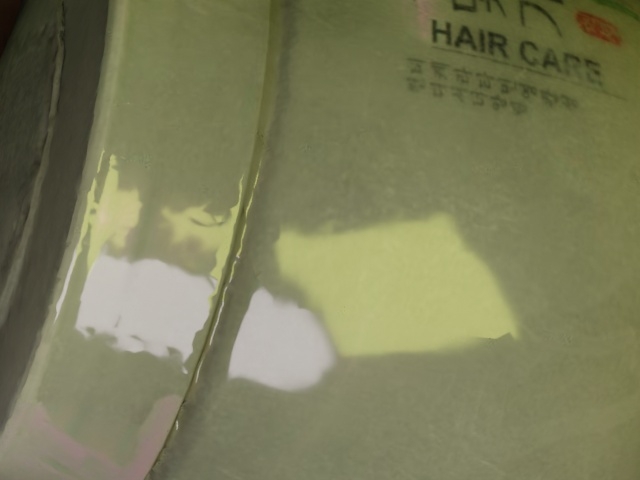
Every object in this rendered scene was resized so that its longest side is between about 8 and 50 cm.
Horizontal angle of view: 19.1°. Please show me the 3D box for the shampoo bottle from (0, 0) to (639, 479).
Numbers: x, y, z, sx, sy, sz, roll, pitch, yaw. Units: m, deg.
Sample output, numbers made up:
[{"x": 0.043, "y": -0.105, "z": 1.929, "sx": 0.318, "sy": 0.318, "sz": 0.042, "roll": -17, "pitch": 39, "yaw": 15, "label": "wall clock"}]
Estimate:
[{"x": 0.000, "y": 0.000, "z": 0.722, "sx": 0.266, "sy": 0.273, "sz": 0.273, "roll": 15, "pitch": 98, "yaw": -20, "label": "shampoo bottle"}]
